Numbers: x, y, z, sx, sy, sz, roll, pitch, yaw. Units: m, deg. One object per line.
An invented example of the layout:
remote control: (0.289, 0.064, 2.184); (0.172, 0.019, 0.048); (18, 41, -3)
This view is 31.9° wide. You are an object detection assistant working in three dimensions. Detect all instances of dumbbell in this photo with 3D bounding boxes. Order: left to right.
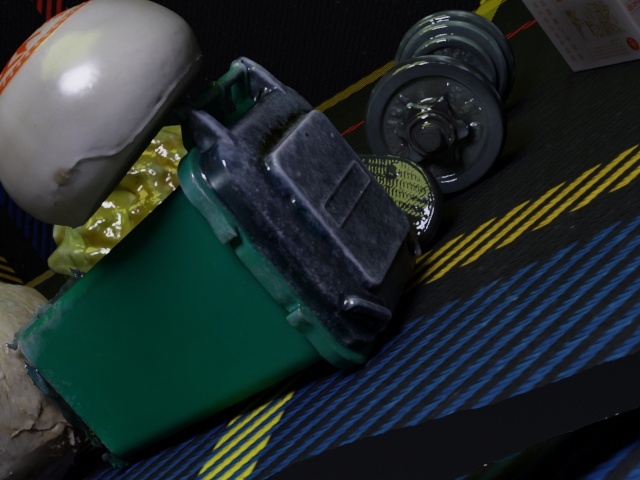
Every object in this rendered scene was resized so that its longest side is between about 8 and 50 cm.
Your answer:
dumbbell: (0.165, -0.190, 1.480); (0.179, 0.179, 0.406); (-30, 13, 22)

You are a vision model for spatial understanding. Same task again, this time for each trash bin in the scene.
trash bin: (-0.125, 0.035, 1.170); (0.381, 0.295, 0.259); (-35, 10, 26)

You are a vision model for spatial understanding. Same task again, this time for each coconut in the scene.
coconut: (-0.396, 0.192, 1.285); (0.297, 0.254, 0.297); (-42, -12, -11)

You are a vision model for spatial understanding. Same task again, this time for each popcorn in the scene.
popcorn: (-0.209, -0.017, 1.478); (0.274, 0.335, 0.279); (-2, 20, -42)

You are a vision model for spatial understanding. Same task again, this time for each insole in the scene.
insole: (0.089, 0.120, 0.679); (0.322, 0.007, 0.109); (-18, 12, -5)

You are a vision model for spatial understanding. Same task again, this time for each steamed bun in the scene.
steamed bun: (-0.221, -0.132, 1.041); (0.232, 0.145, 0.232); (-52, 7, 9)

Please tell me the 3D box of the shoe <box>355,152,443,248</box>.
shoe: (0.065, -0.044, 1.346); (0.241, 0.093, 0.108); (18, 79, 43)

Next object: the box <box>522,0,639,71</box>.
box: (0.363, -0.298, 1.464); (0.058, 0.141, 0.201); (-42, 12, -11)
